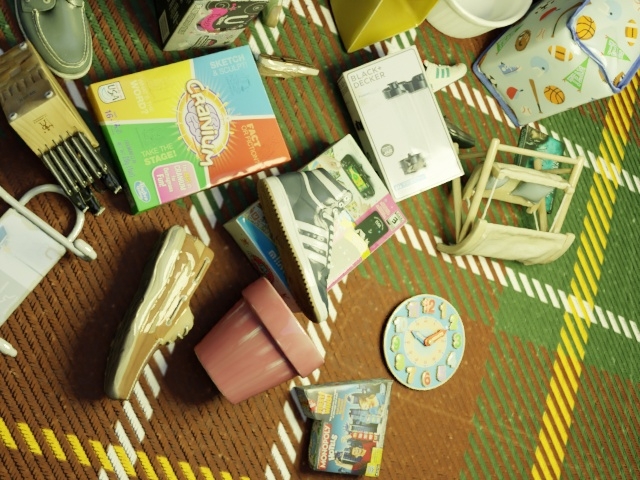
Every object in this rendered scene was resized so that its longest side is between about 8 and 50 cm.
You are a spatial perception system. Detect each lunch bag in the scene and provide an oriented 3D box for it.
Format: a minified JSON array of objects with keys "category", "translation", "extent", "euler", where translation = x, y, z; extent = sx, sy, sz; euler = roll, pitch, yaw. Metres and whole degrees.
[{"category":"lunch bag","translation":[0.590,-0.488,1.588],"extent":[0.385,0.328,0.239],"euler":[-47,107,-20]}]

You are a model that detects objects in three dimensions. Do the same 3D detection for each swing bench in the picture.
[{"category":"swing bench","translation":[0.418,-0.076,1.534],"extent":[0.253,0.165,0.254],"euler":[6,91,-23]}]

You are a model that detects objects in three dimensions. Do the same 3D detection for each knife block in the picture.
[{"category":"knife block","translation":[-0.447,-0.180,1.205],"extent":[0.088,0.242,0.275],"euler":[-33,54,-7]}]

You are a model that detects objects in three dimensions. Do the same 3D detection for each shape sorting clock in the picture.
[{"category":"shape sorting clock","translation":[0.227,0.219,1.503],"extent":[0.206,0.040,0.206],"euler":[3,84,-24]}]

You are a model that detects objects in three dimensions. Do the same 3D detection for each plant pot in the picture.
[{"category":"plant pot","translation":[-0.121,0.194,1.271],"extent":[0.180,0.201,0.201],"euler":[-35,100,-7]},{"category":"plant pot","translation":[0.128,-0.553,1.453],"extent":[0.212,0.212,0.187],"euler":[-27,84,-25]}]

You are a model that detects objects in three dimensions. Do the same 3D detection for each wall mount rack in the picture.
[{"category":"wall mount rack","translation":[-0.548,0.012,1.112],"extent":[0.304,0.130,0.350],"euler":[41,69,-16]}]

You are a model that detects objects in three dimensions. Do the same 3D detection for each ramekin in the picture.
[{"category":"ramekin","translation":[0.339,-0.599,1.584],"extent":[0.277,0.135,0.277],"euler":[3,83,-24]}]

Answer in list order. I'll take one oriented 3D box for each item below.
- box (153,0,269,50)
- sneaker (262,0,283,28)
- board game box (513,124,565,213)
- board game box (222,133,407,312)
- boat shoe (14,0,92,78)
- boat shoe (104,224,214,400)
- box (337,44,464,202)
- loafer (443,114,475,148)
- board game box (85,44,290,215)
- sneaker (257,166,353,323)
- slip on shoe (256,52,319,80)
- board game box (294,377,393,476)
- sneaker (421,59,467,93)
[{"category":"box","translation":[-0.205,-0.456,1.253],"extent":[0.142,0.247,0.163],"euler":[-11,90,-24]},{"category":"sneaker","translation":[-0.114,-0.528,1.410],"extent":[0.086,0.064,0.192],"euler":[12,80,-16]},{"category":"board game box","translation":[0.524,-0.171,1.688],"extent":[0.126,0.026,0.186],"euler":[20,77,-23]},{"category":"board game box","translation":[-0.005,-0.033,1.390],"extent":[0.303,0.097,0.224],"euler":[-40,101,-22]},{"category":"boat shoe","translation":[-0.474,-0.443,1.209],"extent":[0.116,0.099,0.319],"euler":[-16,92,-26]},{"category":"boat shoe","translation":[-0.280,0.134,1.233],"extent":[0.116,0.123,0.324],"euler":[27,76,-23]},{"category":"box","translation":[0.166,-0.240,1.467],"extent":[0.169,0.087,0.290],"euler":[-21,94,-4]},{"category":"loafer","translation":[0.279,-0.256,1.565],"extent":[0.170,0.062,0.061],"euler":[21,72,-23]},{"category":"board game box","translation":[-0.242,-0.212,1.313],"extent":[0.317,0.064,0.242],"euler":[-23,95,-25]},{"category":"sneaker","translation":[0.000,0.000,1.282],"extent":[0.153,0.099,0.282],"euler":[-19,90,-23]},{"category":"slip on shoe","translation":[-0.069,-0.348,1.423],"extent":[0.135,0.051,0.041],"euler":[0,125,-33]},{"category":"board game box","translation":[0.035,0.358,1.389],"extent":[0.194,0.060,0.194],"euler":[15,79,-22]},{"category":"sneaker","translation":[0.261,-0.380,1.568],"extent":[0.161,0.057,0.075],"euler":[-32,104,-21]}]
